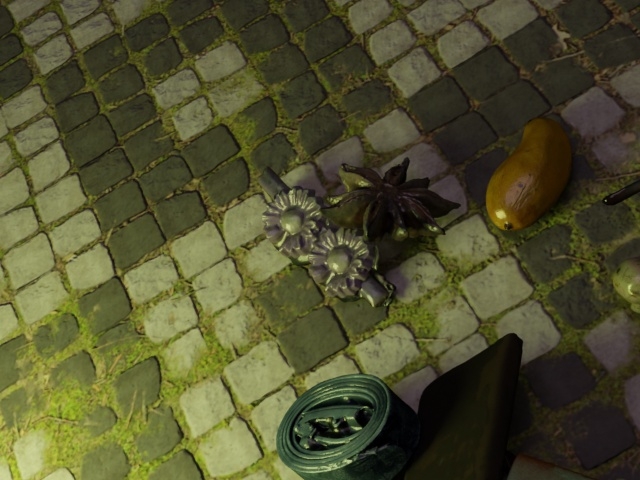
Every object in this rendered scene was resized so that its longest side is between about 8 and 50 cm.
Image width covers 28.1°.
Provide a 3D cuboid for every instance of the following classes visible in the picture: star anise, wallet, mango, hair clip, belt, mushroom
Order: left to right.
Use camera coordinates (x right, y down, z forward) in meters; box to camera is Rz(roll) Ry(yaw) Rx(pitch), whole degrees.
[{"bbox_3d":[0.000,0.000,1.796,0.106,0.084,0.292,-51,55,8],"label":"hair clip"},{"bbox_3d":[0.037,0.240,1.570,0.190,0.082,0.141,-13,45,43],"label":"belt"},{"bbox_3d":[0.085,-0.047,1.751,0.182,0.065,0.195,-18,46,-32],"label":"star anise"},{"bbox_3d":[0.160,0.247,1.473,0.165,0.042,0.310,-42,18,35],"label":"wallet"},{"bbox_3d":[0.285,-0.088,1.725,0.098,0.075,0.190,16,58,26],"label":"mango"},{"bbox_3d":[0.402,0.055,1.576,0.083,0.068,0.083,2,26,-1],"label":"mushroom"}]

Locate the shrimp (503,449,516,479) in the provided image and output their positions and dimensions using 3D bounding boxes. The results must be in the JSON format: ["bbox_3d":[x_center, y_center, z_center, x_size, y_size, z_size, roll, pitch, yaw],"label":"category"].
[{"bbox_3d":[0.225,0.288,1.495,0.065,0.056,0.165,-40,53,6],"label":"shrimp"}]

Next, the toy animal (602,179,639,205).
[{"bbox_3d":[0.535,-0.049,1.569,0.324,0.090,0.195,34,70,33],"label":"toy animal"}]

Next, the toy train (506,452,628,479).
[{"bbox_3d":[0.302,0.334,1.375,0.285,0.116,0.177,16,59,18],"label":"toy train"}]
